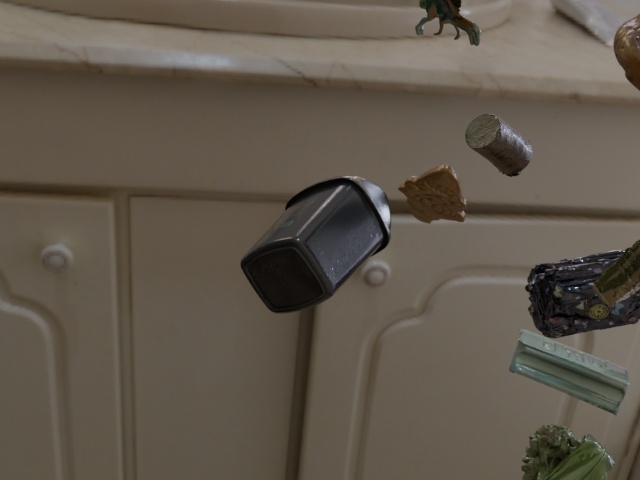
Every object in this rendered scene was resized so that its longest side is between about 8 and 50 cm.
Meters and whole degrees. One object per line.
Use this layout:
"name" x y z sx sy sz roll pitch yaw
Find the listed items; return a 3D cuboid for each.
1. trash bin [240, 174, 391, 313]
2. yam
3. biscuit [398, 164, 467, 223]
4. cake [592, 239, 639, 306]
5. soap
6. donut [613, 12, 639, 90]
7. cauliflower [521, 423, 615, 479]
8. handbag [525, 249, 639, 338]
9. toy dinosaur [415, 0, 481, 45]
"trash bin" 0.000 0.000 1.528 0.209 0.182 0.290 -19 18 40
"yam" 0.333 -0.179 1.478 0.127 0.084 0.084 29 6 -43
"biscuit" 0.249 -0.095 1.735 0.162 0.250 0.035 20 65 5
"cake" 0.455 0.040 1.151 0.055 0.140 0.051 -20 64 -30
"soap" 0.561 0.292 1.811 0.261 0.094 0.150 22 7 15
"donut" 0.475 -0.215 1.006 0.226 0.114 0.227 30 36 -25
"cauliflower" 0.536 0.551 1.791 0.238 0.257 0.315 -1 11 37
"handbag" 0.546 0.104 1.605 0.260 0.162 0.113 -10 24 8
"toy dinosaur" 0.188 -0.388 1.268 0.044 0.187 0.106 -28 14 -31
